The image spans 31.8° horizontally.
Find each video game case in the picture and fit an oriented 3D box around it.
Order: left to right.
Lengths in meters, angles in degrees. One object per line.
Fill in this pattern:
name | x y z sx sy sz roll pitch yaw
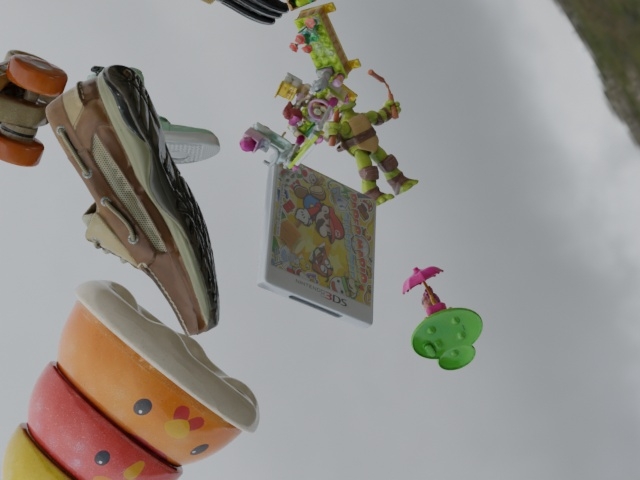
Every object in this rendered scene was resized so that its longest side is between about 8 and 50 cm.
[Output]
video game case | 0.000 0.000 1.707 0.206 0.026 0.227 24 -126 -32

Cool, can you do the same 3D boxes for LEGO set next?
LEGO set | -0.025 -0.192 1.395 0.132 0.287 0.107 20 -136 6

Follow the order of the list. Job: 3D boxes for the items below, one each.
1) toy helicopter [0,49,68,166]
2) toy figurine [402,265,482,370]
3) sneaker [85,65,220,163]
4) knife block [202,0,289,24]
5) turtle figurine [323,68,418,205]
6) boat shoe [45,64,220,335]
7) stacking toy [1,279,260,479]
toy helicopter | -0.485 -0.240 1.672 0.235 0.140 0.355 20 -165 -7
toy figurine | 0.208 0.123 2.002 0.173 0.130 0.159 61 -172 -46
sneaker | -0.273 -0.207 1.772 0.094 0.256 0.151 65 -147 -68
knife block | -0.173 -0.400 1.602 0.242 0.276 0.088 74 -162 -59
turtle figurine | 0.066 -0.164 1.917 0.269 0.087 0.217 -29 -87 -52
boat shoe | -0.212 -0.038 1.290 0.122 0.120 0.324 -93 -17 -72
stacking toy | -0.354 0.333 1.701 0.351 0.480 0.350 38 175 4
